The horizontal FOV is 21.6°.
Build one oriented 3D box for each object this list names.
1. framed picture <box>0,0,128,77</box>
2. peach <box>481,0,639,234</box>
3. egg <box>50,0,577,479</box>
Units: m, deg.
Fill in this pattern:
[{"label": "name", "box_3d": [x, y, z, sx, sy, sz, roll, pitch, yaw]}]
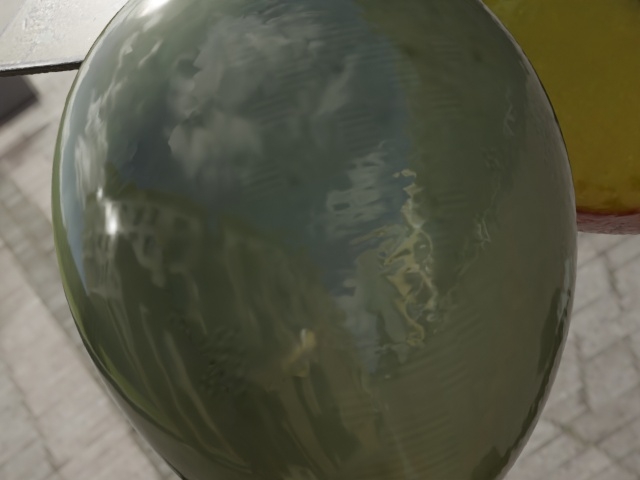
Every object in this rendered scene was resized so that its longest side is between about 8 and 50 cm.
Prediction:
[{"label": "framed picture", "box_3d": [-0.198, -0.269, 1.677, 0.338, 0.014, 0.255, 3, 57, 51]}, {"label": "peach", "box_3d": [0.200, -0.145, 1.455, 0.242, 0.380, 0.306, -65, 14, 12]}, {"label": "egg", "box_3d": [0.000, 0.000, 0.692, 0.218, 0.218, 0.295, -30, 40, 14]}]
